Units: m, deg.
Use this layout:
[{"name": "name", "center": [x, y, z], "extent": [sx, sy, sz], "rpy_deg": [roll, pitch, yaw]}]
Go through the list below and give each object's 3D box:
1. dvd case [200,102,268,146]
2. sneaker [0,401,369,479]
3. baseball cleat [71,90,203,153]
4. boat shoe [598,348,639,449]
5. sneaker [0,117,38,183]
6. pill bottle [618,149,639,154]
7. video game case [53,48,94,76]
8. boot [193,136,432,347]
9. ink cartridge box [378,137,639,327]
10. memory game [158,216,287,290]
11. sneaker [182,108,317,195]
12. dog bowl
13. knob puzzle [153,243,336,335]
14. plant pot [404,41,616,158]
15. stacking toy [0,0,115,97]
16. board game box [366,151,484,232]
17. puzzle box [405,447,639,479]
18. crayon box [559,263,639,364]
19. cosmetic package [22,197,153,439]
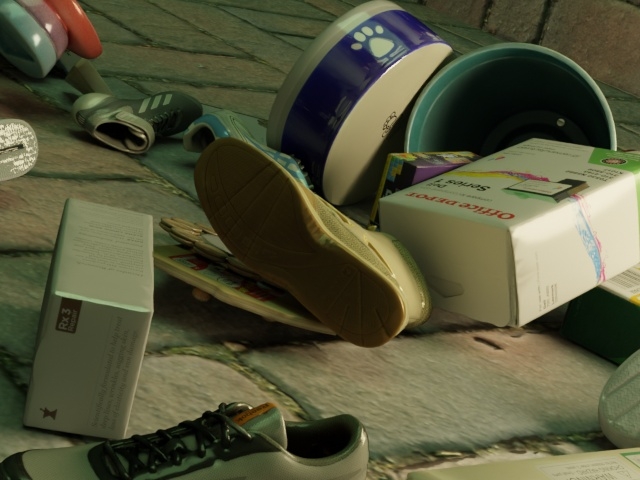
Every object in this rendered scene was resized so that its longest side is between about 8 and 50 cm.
[{"name": "dvd case", "center": [-0.068, -0.145, 2.000], "extent": [0.253, 0.022, 0.180], "rpy_deg": [13, 18, -9]}, {"name": "sneaker", "center": [-0.088, 0.155, 0.925], "extent": [0.271, 0.108, 0.100], "rpy_deg": [5, 23, -29]}, {"name": "baseball cleat", "center": [-0.231, -0.152, 1.824], "extent": [0.206, 0.072, 0.109], "rpy_deg": [-7, 39, -38]}, {"name": "boat shoe", "center": [0.424, 0.139, 1.348], "extent": [0.335, 0.119, 0.121], "rpy_deg": [-23, 53, -13]}, {"name": "sneaker", "center": [-0.410, -0.073, 1.395], "extent": [0.091, 0.094, 0.258], "rpy_deg": [-6, 5, 36]}, {"name": "pill bottle", "center": [0.474, -0.080, 2.126], "extent": [0.121, 0.121, 0.221], "rpy_deg": [26, 20, 29]}, {"name": "video game case", "center": [-0.482, -0.385, 2.054], "extent": [0.269, 0.061, 0.244], "rpy_deg": [32, -20, 39]}, {"name": "boot", "center": [0.000, 0.000, 1.382], "extent": [0.262, 0.095, 0.203], "rpy_deg": [41, 11, 12]}, {"name": "ink cartridge box", "center": [0.231, -0.018, 1.541], "extent": [0.278, 0.117, 0.201], "rpy_deg": [-22, 25, -37]}, {"name": "memory game", "center": [-0.084, 0.017, 1.445], "extent": [0.186, 0.012, 0.186], "rpy_deg": [24, 6, -3]}, {"name": "sneaker", "center": [-0.088, -0.088, 1.739], "extent": [0.086, 0.085, 0.237], "rpy_deg": [-33, 49, -23]}, {"name": "dog bowl", "center": [0.057, -0.179, 1.794], "extent": [0.104, 0.265, 0.265], "rpy_deg": [39, 25, 22]}, {"name": "knob puzzle", "center": [-0.073, 0.057, 1.347], "extent": [0.213, 0.030, 0.213], "rpy_deg": [23, 6, -3]}, {"name": "plant pot", "center": [0.277, -0.112, 1.849], "extent": [0.271, 0.272, 0.255], "rpy_deg": [22, 4, 18]}, {"name": "stacking toy", "center": [-0.444, -0.279, 1.881], "extent": [0.309, 0.130, 0.279], "rpy_deg": [31, -22, 29]}, {"name": "board game box", "center": [0.130, -0.034, 1.641], "extent": [0.048, 0.141, 0.170], "rpy_deg": [29, 22, 34]}, {"name": "puzzle box", "center": [0.290, 0.255, 1.052], "extent": [0.409, 0.052, 0.272], "rpy_deg": [2, 22, -38]}, {"name": "crayon box", "center": [0.463, 0.126, 1.551], "extent": [0.323, 0.083, 0.203], "rpy_deg": [27, 21, 31]}, {"name": "cosmetic package", "center": [-0.186, 0.058, 1.117], "extent": [0.085, 0.117, 0.231], "rpy_deg": [11, 19, -13]}]
